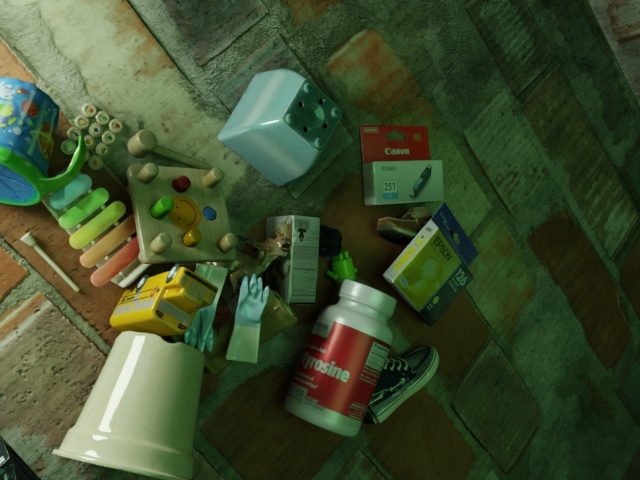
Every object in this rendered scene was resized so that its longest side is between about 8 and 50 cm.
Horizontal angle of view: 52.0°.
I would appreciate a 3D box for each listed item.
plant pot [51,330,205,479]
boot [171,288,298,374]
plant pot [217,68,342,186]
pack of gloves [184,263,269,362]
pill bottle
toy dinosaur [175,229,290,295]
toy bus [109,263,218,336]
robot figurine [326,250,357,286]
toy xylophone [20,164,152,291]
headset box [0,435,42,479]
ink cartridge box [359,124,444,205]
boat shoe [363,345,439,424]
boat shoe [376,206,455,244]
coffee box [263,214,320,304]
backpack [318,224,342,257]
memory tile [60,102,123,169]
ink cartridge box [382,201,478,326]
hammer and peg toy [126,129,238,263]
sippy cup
[{"bbox_3d":[-0.418,0.393,1.566,0.333,0.333,0.306,26,65,-29],"label":"plant pot"},{"bbox_3d":[-0.233,0.209,1.730,0.269,0.089,0.236,-36,124,8],"label":"boot"},{"bbox_3d":[-0.082,-0.324,1.816,0.248,0.252,0.247,37,69,-27],"label":"plant pot"},{"bbox_3d":[-0.236,0.189,1.657,0.195,0.046,0.232,10,92,-7],"label":"pack of gloves"},{"bbox_3d":[0.070,0.332,1.893,0.229,0.229,0.408,28,78,-29],"label":"pill bottle"},{"bbox_3d":[-0.245,0.054,1.787,0.295,0.127,0.200,10,73,-16],"label":"toy dinosaur"},{"bbox_3d":[-0.378,0.154,1.563,0.108,0.332,0.130,38,59,-26],"label":"toy bus"},{"bbox_3d":[0.069,0.091,2.009,0.101,0.067,0.115,-19,99,-43],"label":"robot figurine"},{"bbox_3d":[-0.564,-0.012,1.601,0.323,0.081,0.236,47,66,-22],"label":"toy xylophone"},{"bbox_3d":[-0.655,0.586,1.428,0.131,0.246,0.283,-41,109,-26],"label":"headset box"},{"bbox_3d":[0.269,-0.251,2.148,0.296,0.066,0.261,-6,93,-33],"label":"ink cartridge box"},{"bbox_3d":[0.232,0.411,2.066,0.340,0.127,0.158,-40,117,-26],"label":"boat shoe"},{"bbox_3d":[0.313,-0.047,2.149,0.324,0.122,0.120,12,77,-40],"label":"boat shoe"},{"bbox_3d":[-0.084,0.056,1.870,0.098,0.141,0.247,4,87,-36],"label":"coffee box"},{"bbox_3d":[0.000,0.000,1.948,0.120,0.101,0.098,3,93,-41],"label":"backpack"},{"bbox_3d":[-0.571,-0.260,1.644,0.113,0.012,0.148,32,73,-27],"label":"memory tile"},{"bbox_3d":[0.379,0.085,2.115,0.307,0.072,0.303,-47,130,-4],"label":"ink cartridge box"},{"bbox_3d":[-0.349,-0.116,1.653,0.265,0.127,0.361,1,68,-40],"label":"hammer and peg toy"},{"bbox_3d":[-0.693,-0.228,1.449,0.305,0.240,0.224,30,59,-36],"label":"sippy cup"}]
